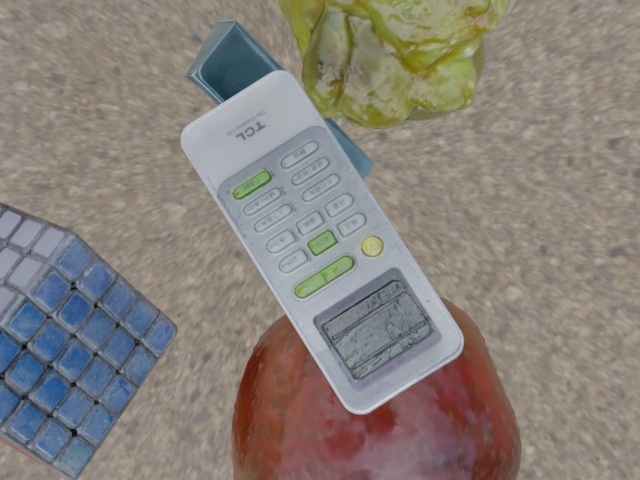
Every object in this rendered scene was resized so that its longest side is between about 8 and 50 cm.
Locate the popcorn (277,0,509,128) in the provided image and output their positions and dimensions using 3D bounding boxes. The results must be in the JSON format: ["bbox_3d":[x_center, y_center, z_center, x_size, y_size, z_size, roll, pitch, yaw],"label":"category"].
[{"bbox_3d":[0.079,-0.250,1.332,0.226,0.276,0.276,-12,95,-31],"label":"popcorn"}]

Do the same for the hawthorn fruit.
[{"bbox_3d":[0.049,0.167,1.191,0.276,0.275,0.299,0,75,0],"label":"hawthorn fruit"}]

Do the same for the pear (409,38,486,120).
[{"bbox_3d":[0.124,-0.231,1.575,0.167,0.136,0.167,14,120,26],"label":"pear"}]

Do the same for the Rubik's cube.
[{"bbox_3d":[-0.362,0.113,1.542,0.237,0.238,0.237,-55,134,-18],"label":"Rubik's cube"}]

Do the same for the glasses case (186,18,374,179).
[{"bbox_3d":[-0.042,-0.154,1.567,0.266,0.056,0.105,43,49,-28],"label":"glasses case"}]

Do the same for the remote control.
[{"bbox_3d":[0.000,0.000,0.927,0.103,0.034,0.250,-31,81,-1],"label":"remote control"}]
